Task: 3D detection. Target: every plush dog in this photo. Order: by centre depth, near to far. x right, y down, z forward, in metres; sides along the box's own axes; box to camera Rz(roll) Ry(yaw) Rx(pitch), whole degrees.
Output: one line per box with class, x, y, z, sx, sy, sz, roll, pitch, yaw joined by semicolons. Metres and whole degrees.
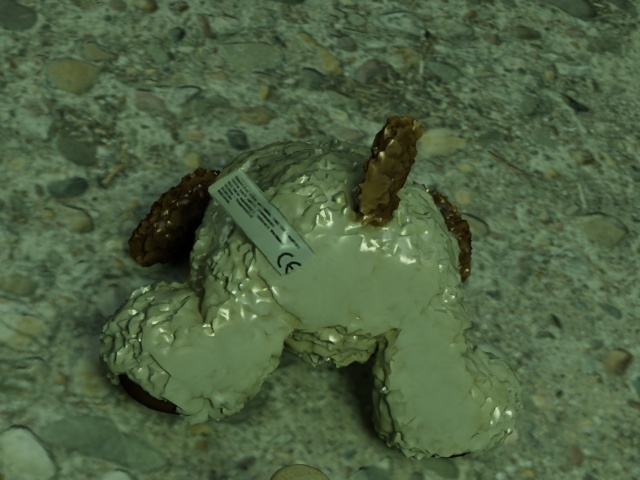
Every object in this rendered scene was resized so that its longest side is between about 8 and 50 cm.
plush dog;0.000;0.000;1.100;0.262;0.210;0.225;9;16;-13

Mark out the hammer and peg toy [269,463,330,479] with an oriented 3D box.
hammer and peg toy;-0.117;0.241;0.817;0.361;0.127;0.266;-7;47;-26
